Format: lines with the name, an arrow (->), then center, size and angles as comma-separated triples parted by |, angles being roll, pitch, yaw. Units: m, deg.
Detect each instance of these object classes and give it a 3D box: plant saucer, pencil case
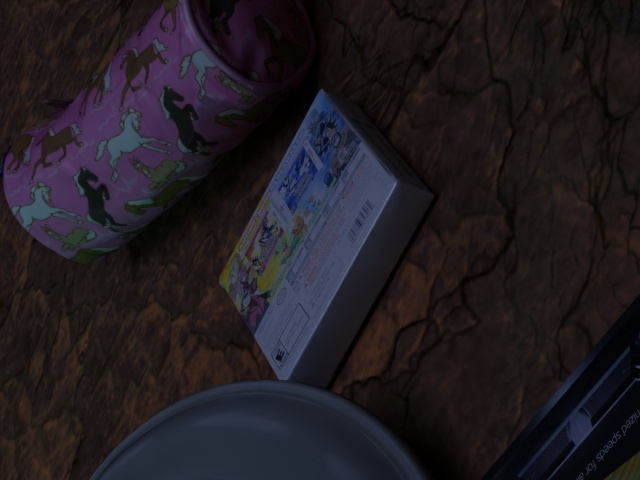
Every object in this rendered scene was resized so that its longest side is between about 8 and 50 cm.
plant saucer -> -0.081, 0.293, 1.457 | 0.400, 0.100, 0.401 | -11, 70, 32
pencil case -> -0.161, -0.128, 1.916 | 0.386, 0.167, 0.160 | -36, 7, 45

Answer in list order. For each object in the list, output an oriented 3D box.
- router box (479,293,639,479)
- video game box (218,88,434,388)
router box -> 0.213, 0.179, 1.201 | 0.309, 0.081, 0.243 | -53, 34, 28
video game box -> 0.000, 0.000, 1.684 | 0.205, 0.048, 0.187 | -61, 34, 17
